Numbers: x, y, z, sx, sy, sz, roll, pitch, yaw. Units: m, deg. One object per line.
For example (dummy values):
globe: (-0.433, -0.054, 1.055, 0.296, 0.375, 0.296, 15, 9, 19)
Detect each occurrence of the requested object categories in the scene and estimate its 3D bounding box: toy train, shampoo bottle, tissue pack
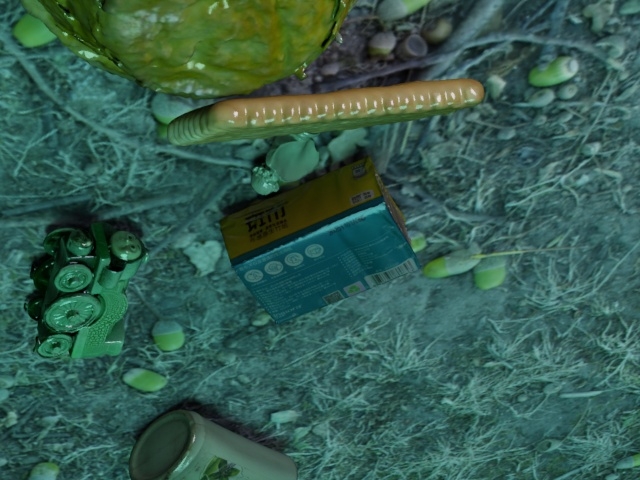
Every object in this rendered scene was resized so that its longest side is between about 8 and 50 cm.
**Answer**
toy train: (-0.235, 0.053, 1.325, 0.104, 0.071, 0.178, -1, 140, -26)
shampoo bottle: (-0.110, 0.288, 1.608, 0.118, 0.087, 0.234, -39, 133, 22)
tissue pack: (0.000, 0.000, 1.314, 0.169, 0.082, 0.120, -22, 137, 11)

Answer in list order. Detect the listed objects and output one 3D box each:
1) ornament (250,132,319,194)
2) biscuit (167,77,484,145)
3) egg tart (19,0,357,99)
ornament: (-0.032, -0.078, 1.251, 0.092, 0.041, 0.068, -39, 157, 11)
biscuit: (0.002, -0.112, 1.138, 0.249, 0.030, 0.160, -8, -178, -21)
egg tart: (-0.084, -0.207, 0.991, 0.341, 0.132, 0.341, -7, 153, -4)
